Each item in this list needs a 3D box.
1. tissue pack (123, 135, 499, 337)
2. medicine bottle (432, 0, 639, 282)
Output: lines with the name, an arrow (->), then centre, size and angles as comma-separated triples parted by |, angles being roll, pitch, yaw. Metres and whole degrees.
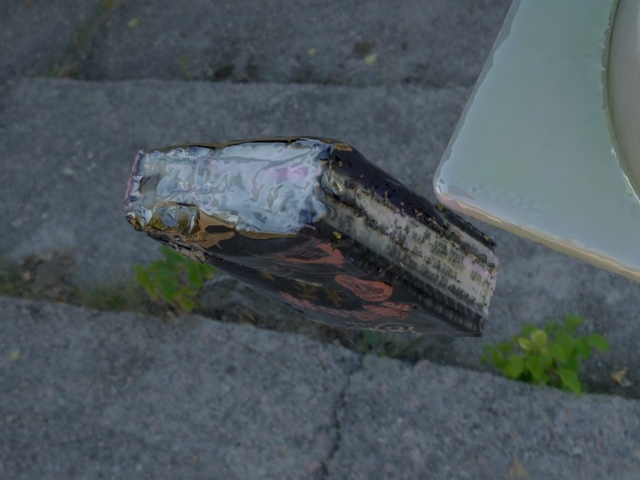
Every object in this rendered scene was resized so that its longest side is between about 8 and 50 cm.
tissue pack -> 0.000, 0.000, 0.901 | 0.245, 0.332, 0.123 | 3, 72, 39
medicine bottle -> 0.264, -0.045, 0.324 | 0.406, 0.236, 0.236 | 22, 66, 20
